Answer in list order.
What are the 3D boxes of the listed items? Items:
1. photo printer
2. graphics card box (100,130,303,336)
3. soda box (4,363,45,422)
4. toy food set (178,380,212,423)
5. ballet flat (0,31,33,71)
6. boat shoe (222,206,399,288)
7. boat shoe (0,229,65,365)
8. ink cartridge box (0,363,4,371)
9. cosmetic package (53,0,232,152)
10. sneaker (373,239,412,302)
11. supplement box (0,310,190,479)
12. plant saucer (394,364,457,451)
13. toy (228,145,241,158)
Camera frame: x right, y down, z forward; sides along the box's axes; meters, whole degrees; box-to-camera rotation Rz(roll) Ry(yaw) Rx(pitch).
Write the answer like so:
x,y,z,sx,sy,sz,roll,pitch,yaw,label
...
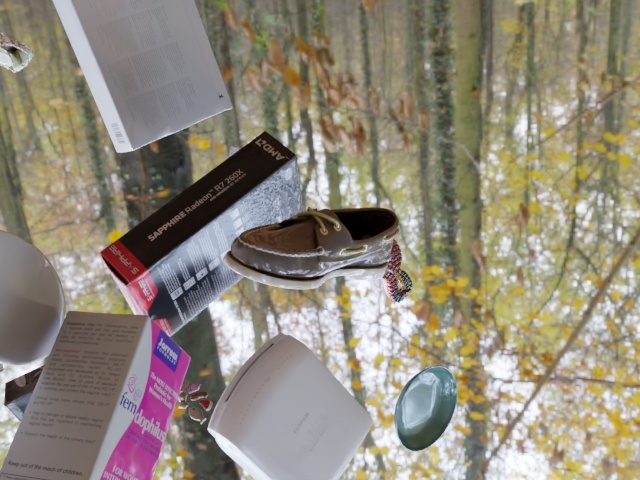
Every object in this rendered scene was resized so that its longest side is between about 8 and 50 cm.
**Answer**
x,y,z,sx,sy,sz,roll,pitch,yaw,label
-0.059,0.352,1.428,0.107,0.307,0.256,4,-131,52,photo printer
-0.194,-0.003,1.311,0.371,0.232,0.094,-39,-117,-19,graphics card box
-0.468,0.250,1.288,0.169,0.053,0.060,-25,-142,-3,soda box
-0.308,0.386,1.775,0.122,0.019,0.078,22,-111,38,toy food set
-0.771,-0.455,1.788,0.091,0.077,0.241,-36,176,7,ballet flat
0.000,0.000,1.014,0.117,0.096,0.324,35,-158,34,boat shoe
-0.396,0.024,0.696,0.158,0.340,0.127,7,-115,18,boat shoe
-0.772,0.273,1.507,0.175,0.072,0.127,-15,-172,24,ink cartridge box
-0.388,-0.422,1.618,0.284,0.377,0.097,-30,-159,-33,cosmetic package
0.145,0.059,1.765,0.088,0.225,0.093,-40,-137,-20,sneaker
-0.239,0.197,0.780,0.114,0.111,0.220,-1,-123,21,supplement box
0.135,0.220,0.967,0.119,0.119,0.021,-23,-154,-35,plant saucer
-0.153,-0.075,1.557,0.056,0.237,0.137,8,-177,17,toy
